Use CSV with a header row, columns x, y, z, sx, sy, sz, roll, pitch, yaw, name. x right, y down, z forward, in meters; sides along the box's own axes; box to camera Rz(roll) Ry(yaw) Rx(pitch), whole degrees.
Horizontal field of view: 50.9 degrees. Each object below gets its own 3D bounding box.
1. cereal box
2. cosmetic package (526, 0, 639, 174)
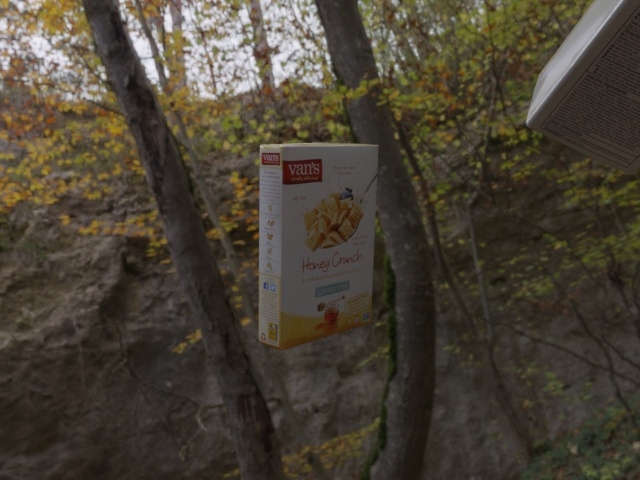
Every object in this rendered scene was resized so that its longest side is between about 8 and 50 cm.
x,y,z,sx,sy,sz,roll,pitch,yaw,name
0.000,0.000,0.833,0.047,0.240,0.173,11,15,42,cereal box
0.387,-0.230,0.768,0.160,0.113,0.309,25,-34,-2,cosmetic package
